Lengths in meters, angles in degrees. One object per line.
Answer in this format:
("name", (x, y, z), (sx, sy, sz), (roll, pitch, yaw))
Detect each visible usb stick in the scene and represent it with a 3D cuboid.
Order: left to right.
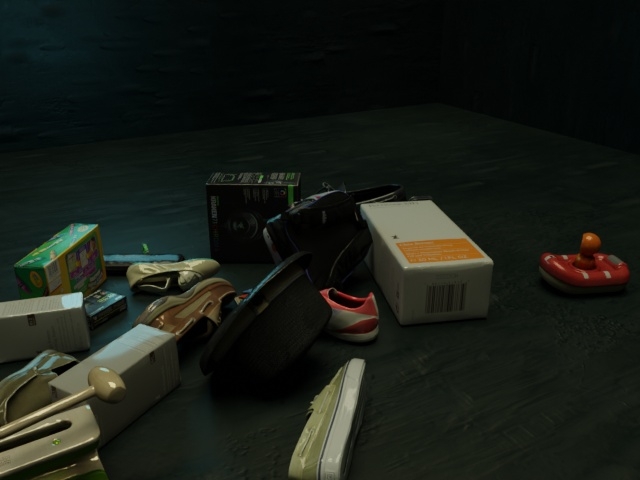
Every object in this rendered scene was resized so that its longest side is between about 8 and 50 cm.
("usb stick", (-0.527, 0.067, 1.760), (0.277, 0.045, 0.077), (0, 30, 1))

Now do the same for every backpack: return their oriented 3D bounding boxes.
("backpack", (0.000, 0.000, 1.635), (0.263, 0.277, 0.213), (-33, 20, -33))

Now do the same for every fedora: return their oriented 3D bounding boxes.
("fedora", (-0.088, 0.185, 1.273), (0.152, 0.334, 0.334), (41, 35, 8))

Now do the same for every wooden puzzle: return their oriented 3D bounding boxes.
("wooden puzzle", (-0.181, 0.154, 1.588), (0.078, 0.014, 0.116), (-13, 26, -27))

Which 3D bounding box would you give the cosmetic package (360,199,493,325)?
("cosmetic package", (0.263, 0.041, 1.661), (0.230, 0.162, 0.453), (-4, 23, -9))

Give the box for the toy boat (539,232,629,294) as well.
("toy boat", (0.703, 0.052, 1.639), (0.231, 0.151, 0.151), (-3, 23, -7))

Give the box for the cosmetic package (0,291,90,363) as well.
("cosmetic package", (-0.642, 0.195, 1.370), (0.231, 0.117, 0.085), (-9, 23, -16))

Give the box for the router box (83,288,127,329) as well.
("router box", (-0.556, 0.168, 1.529), (0.092, 0.038, 0.122), (12, 26, 24))

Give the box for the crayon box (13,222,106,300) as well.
("crayon box", (-0.653, 0.082, 1.572), (0.081, 0.165, 0.278), (3, 23, 7))

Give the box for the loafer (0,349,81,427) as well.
("loafer", (-0.542, 0.287, 1.181), (0.087, 0.094, 0.251), (-2, 23, 8))

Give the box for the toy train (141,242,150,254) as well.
("toy train", (-0.531, 0.029, 1.873), (0.017, 0.024, 0.083), (-10, 25, -22))

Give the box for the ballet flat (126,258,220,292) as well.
("ballet flat", (-0.394, 0.102, 1.652), (0.248, 0.086, 0.086), (-4, 23, -5))

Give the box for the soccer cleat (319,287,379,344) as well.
("soccer cleat", (-0.018, 0.157, 1.448), (0.318, 0.117, 0.108), (7, 24, 17))

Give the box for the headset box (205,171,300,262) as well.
("headset box", (-0.179, -0.068, 1.815), (0.283, 0.246, 0.131), (1, 23, 1))

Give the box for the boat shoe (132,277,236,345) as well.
("boat shoe", (-0.292, 0.181, 1.431), (0.116, 0.123, 0.324), (44, 28, 12))

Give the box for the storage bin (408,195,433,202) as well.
("storage bin", (0.317, -0.059, 1.935), (0.098, 0.135, 0.091), (-3, 30, -10))

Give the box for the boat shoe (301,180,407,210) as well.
("boat shoe", (0.051, -0.117, 2.045), (0.499, 0.156, 0.187), (-1, 25, 2))

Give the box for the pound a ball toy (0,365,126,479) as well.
("pound a ball toy", (-0.464, 0.322, 0.955), (0.319, 0.208, 0.135), (-15, 28, -29))

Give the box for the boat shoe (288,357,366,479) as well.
("boat shoe", (0.021, 0.313, 1.101), (0.094, 0.109, 0.302), (3, 26, 13))

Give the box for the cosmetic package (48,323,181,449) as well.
("cosmetic package", (-0.384, 0.273, 1.173), (0.107, 0.127, 0.238), (11, 27, 23))
